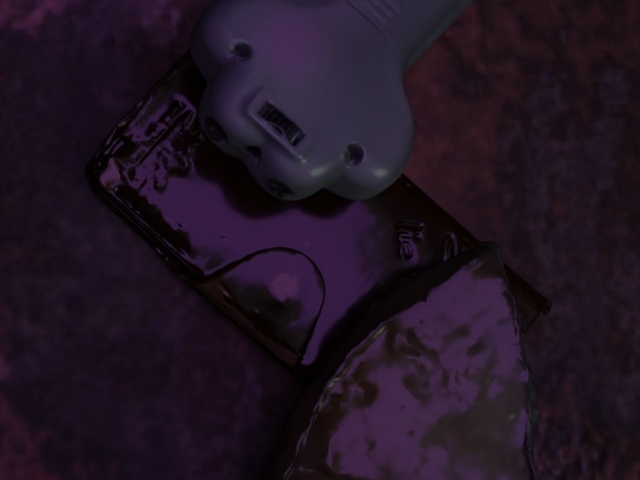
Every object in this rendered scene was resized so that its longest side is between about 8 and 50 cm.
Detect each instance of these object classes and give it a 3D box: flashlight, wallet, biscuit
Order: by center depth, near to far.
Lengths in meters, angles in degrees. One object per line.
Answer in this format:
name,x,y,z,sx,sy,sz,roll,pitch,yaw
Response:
biscuit,0.037,0.155,0.560,0.141,0.038,0.290,-13,93,-10
flashlight,0.026,-0.097,0.583,0.093,0.047,0.200,41,61,-7
wallet,0.000,0.000,0.586,0.176,0.026,0.095,43,75,-8
